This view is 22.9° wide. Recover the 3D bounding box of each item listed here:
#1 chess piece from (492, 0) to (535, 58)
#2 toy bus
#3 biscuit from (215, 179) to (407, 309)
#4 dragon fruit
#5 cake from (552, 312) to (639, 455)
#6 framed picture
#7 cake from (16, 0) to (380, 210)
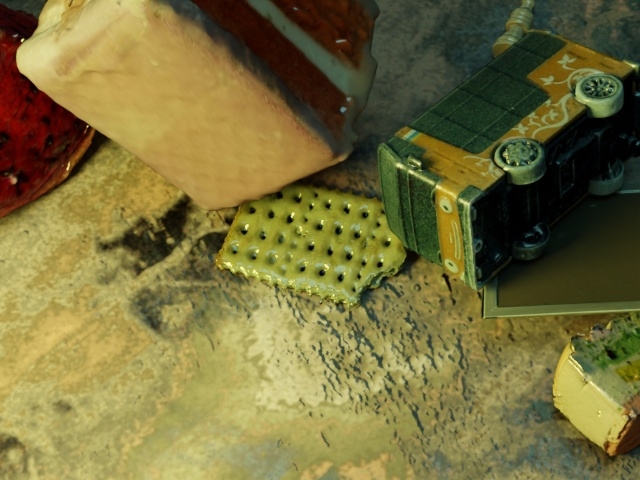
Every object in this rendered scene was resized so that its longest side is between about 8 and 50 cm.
[{"bbox_3d":[0.229,-0.247,1.832,0.035,0.035,0.092,18,55,12],"label":"chess piece"},{"bbox_3d":[0.197,-0.090,1.645,0.167,0.138,0.275,30,56,35],"label":"toy bus"},{"bbox_3d":[0.000,0.001,1.683,0.203,0.016,0.144,16,59,12],"label":"biscuit"},{"bbox_3d":[-0.388,-0.208,1.695,0.302,0.240,0.330,-28,67,-38],"label":"dragon fruit"},{"bbox_3d":[0.332,0.128,1.583,0.225,0.090,0.109,-22,55,-35],"label":"cake"},{"bbox_3d":[0.294,0.009,1.627,0.252,0.014,0.197,-3,42,11],"label":"framed picture"},{"bbox_3d":[-0.114,-0.203,1.622,0.230,0.309,0.237,-17,44,43],"label":"cake"}]
